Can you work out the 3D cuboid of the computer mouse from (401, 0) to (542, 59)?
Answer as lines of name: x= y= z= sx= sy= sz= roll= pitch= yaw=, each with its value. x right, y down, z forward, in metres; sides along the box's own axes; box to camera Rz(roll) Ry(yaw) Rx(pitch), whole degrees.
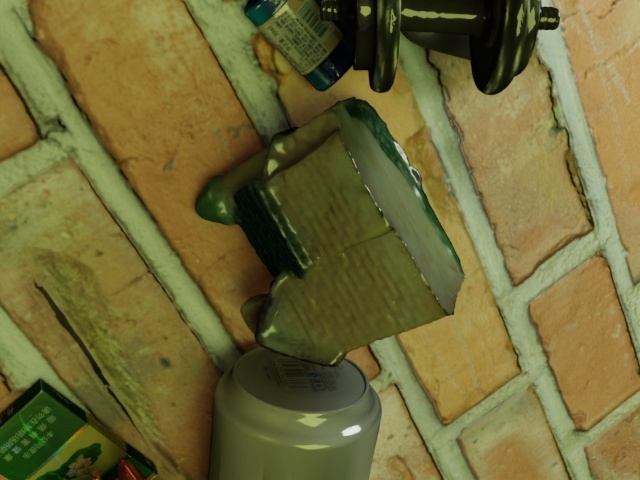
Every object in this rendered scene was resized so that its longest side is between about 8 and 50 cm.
computer mouse: x=0.215 y=-0.313 z=1.083 sx=0.232 sy=0.057 sz=0.120 roll=7 pitch=107 yaw=-27

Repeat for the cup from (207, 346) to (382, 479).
cup: x=-0.021 y=0.330 z=1.163 sx=0.322 sy=0.236 sz=0.327 roll=-17 pitch=120 yaw=-52

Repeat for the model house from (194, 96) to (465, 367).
model house: x=0.000 y=0.001 z=1.040 sx=0.284 sy=0.243 sz=0.299 roll=-28 pitch=95 yaw=18

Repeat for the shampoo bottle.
shampoo bottle: x=-0.030 y=-0.279 z=0.991 sx=0.087 sy=0.050 sz=0.183 roll=-48 pitch=122 yaw=-1

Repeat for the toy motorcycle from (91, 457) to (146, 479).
toy motorcycle: x=-0.266 y=0.421 z=1.123 sx=0.171 sy=0.089 sz=0.298 roll=-37 pitch=140 yaw=-10

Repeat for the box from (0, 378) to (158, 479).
box: x=-0.356 y=0.309 z=1.101 sx=0.132 sy=0.034 sz=0.235 roll=-42 pitch=122 yaw=-3

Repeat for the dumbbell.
dumbbell: x=0.144 y=-0.273 z=0.941 sx=0.289 sy=0.192 sz=0.192 roll=1 pitch=112 yaw=-1
